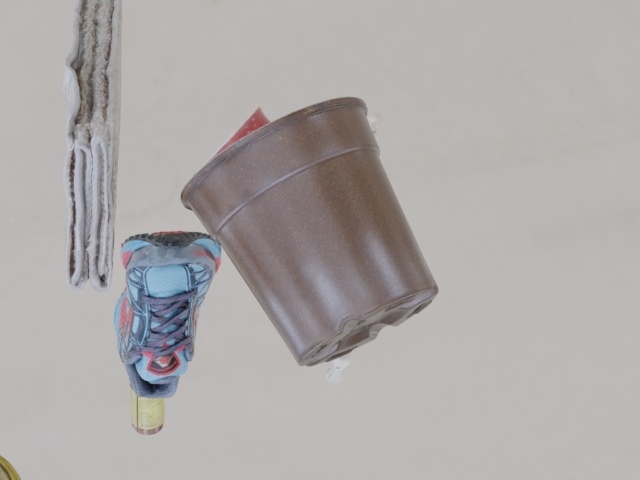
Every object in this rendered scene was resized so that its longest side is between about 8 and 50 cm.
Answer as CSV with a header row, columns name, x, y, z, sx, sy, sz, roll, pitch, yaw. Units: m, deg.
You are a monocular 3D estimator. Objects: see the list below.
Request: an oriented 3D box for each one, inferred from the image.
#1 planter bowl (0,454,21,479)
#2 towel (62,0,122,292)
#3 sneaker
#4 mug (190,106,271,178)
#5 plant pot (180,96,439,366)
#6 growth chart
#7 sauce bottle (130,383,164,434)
name,x,y,z,sx,sy,sz,roll,pitch,yaw
planter bowl,-0.290,0.147,1.027,0.217,0.217,0.090,4,122,20
towel,-0.206,-0.104,1.555,0.049,0.282,0.187,2,127,-6
sneaker,-0.154,0.083,1.778,0.104,0.125,0.262,-2,152,-11
mug,-0.050,-0.051,1.946,0.169,0.113,0.150,43,170,-5
plant pot,0.000,0.000,1.357,0.167,0.167,0.165,-41,72,45
growth chart,0.027,0.012,1.528,0.021,0.237,0.172,8,178,0
sauce bottle,-0.202,0.170,2.021,0.042,0.042,0.128,14,128,11
